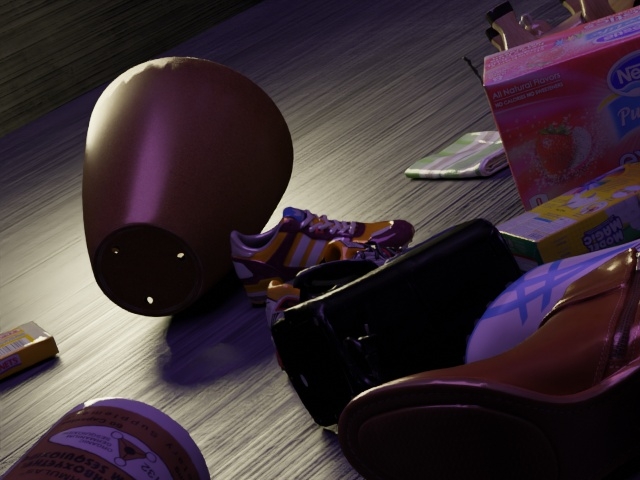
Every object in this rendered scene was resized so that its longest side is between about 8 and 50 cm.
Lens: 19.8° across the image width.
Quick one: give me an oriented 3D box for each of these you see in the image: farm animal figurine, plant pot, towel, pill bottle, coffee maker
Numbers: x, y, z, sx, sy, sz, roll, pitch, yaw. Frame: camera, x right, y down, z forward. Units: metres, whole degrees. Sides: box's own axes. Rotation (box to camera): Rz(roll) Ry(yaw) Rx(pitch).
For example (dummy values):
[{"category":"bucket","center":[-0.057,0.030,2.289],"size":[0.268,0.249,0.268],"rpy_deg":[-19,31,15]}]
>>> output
[{"category":"farm animal figurine","center":[0.328,-0.232,2.040],"size":[0.327,0.172,0.330],"rpy_deg":[-30,-12,15]},{"category":"plant pot","center":[-0.163,-0.038,1.979],"size":[0.237,0.237,0.254],"rpy_deg":[-16,28,17]},{"category":"towel","center":[0.178,-0.101,2.089],"size":[0.113,0.023,0.152],"rpy_deg":[-28,16,-30]},{"category":"pill bottle","center":[-0.171,0.208,1.213],"size":[0.131,0.131,0.229],"rpy_deg":[-14,16,25]},{"category":"coffee maker","center":[0.077,0.068,1.429],"size":[0.178,0.120,0.171],"rpy_deg":[-26,21,-23]}]

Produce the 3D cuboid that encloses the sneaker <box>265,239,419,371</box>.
[{"category":"sneaker","center":[0.054,0.035,1.618],"size":[0.225,0.092,0.088],"rpy_deg":[-26,15,-22]}]

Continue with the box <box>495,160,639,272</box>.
[{"category":"box","center":[0.255,-0.024,1.661],"size":[0.179,0.043,0.105],"rpy_deg":[-27,15,-14]}]

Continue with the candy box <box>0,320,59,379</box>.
[{"category":"candy box","center":[-0.387,0.145,1.955],"size":[0.206,0.027,0.105],"rpy_deg":[-25,12,-16]}]

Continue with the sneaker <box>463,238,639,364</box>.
[{"category":"sneaker","center":[0.218,0.051,1.357],"size":[0.237,0.085,0.086],"rpy_deg":[-24,22,1]}]

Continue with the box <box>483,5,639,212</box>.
[{"category":"box","center":[0.322,-0.147,1.794],"size":[0.300,0.154,0.142],"rpy_deg":[-17,15,10]}]

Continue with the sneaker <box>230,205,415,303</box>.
[{"category":"sneaker","center":[0.000,0.000,1.836],"size":[0.185,0.084,0.069],"rpy_deg":[-19,14,7]}]

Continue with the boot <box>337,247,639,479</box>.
[{"category":"boot","center":[0.161,0.076,1.226],"size":[0.283,0.109,0.220],"rpy_deg":[-11,26,13]}]
